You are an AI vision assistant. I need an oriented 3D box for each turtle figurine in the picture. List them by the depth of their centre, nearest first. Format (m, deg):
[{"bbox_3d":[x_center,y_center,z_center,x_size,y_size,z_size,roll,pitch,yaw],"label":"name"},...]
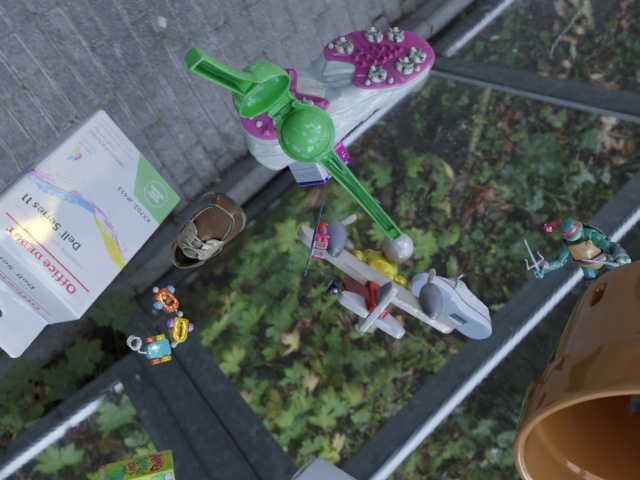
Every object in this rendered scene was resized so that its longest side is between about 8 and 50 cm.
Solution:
[{"bbox_3d":[0.493,0.033,1.188,0.234,0.175,0.118,38,63,-24],"label":"turtle figurine"}]

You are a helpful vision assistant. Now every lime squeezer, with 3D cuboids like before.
[{"bbox_3d":[-0.017,-0.102,0.585,0.059,0.110,0.310,-51,138,2],"label":"lime squeezer"}]

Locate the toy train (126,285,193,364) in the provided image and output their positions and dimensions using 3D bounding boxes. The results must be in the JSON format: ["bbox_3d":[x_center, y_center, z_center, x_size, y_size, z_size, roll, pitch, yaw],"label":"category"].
[{"bbox_3d":[-0.347,0.185,1.389,0.125,0.046,0.166,44,50,-20],"label":"toy train"}]

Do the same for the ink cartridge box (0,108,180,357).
[{"bbox_3d":[-0.408,-0.014,1.015,0.207,0.119,0.354,51,49,-25],"label":"ink cartridge box"}]

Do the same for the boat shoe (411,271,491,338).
[{"bbox_3d":[0.450,0.180,2.190,0.367,0.135,0.157,34,45,-22],"label":"boat shoe"}]

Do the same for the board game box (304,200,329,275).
[{"bbox_3d":[0.000,0.000,1.412,0.033,0.133,0.169,14,66,-2],"label":"board game box"}]

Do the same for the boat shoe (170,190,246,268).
[{"bbox_3d":[-0.274,-0.008,1.529,0.122,0.324,0.120,35,60,-9],"label":"boat shoe"}]

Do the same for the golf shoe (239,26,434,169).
[{"bbox_3d":[0.023,-0.202,0.923,0.306,0.115,0.140,-27,158,-16],"label":"golf shoe"}]

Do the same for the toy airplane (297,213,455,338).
[{"bbox_3d":[0.156,0.096,1.732,0.273,0.384,0.386,-56,143,2],"label":"toy airplane"}]

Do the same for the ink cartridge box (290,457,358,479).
[{"bbox_3d":[0.001,0.395,0.753,0.220,0.160,0.092,-66,163,6],"label":"ink cartridge box"}]

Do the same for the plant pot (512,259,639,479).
[{"bbox_3d":[0.356,0.156,0.648,0.291,0.290,0.204,64,37,-34],"label":"plant pot"}]

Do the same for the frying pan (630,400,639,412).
[{"bbox_3d":[0.755,0.523,1.452,0.197,0.326,0.053,-27,139,29],"label":"frying pan"}]

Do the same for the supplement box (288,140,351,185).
[{"bbox_3d":[-0.036,-0.261,1.615,0.111,0.113,0.220,-43,115,-32],"label":"supplement box"}]

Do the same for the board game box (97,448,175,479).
[{"bbox_3d":[-0.461,0.587,1.623,0.181,0.092,0.043,-10,107,-13],"label":"board game box"}]
